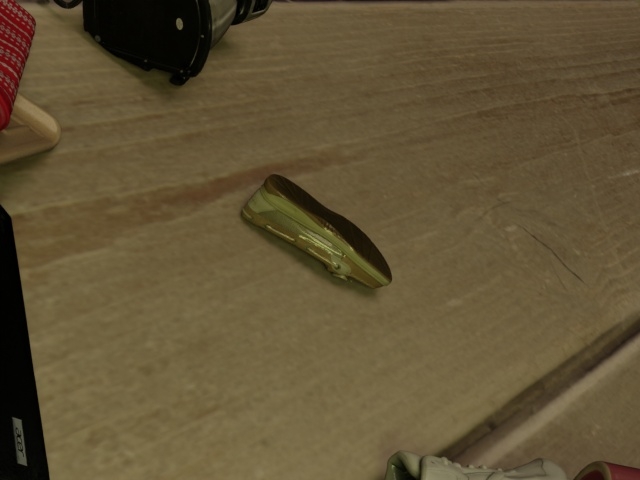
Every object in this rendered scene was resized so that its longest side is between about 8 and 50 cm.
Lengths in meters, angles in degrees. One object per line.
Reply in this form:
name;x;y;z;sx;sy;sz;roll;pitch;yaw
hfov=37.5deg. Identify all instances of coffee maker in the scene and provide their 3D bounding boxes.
coffee maker;-0.149;-0.258;0.940;0.171;0.120;0.178;37;35;-4

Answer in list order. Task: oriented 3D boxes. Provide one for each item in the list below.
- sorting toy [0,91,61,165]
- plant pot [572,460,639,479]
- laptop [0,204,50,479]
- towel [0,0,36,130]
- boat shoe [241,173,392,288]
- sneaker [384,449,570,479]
sorting toy;-0.296;-0.111;0.677;0.193;0.038;0.208;35;11;-8
plant pot;0.276;0.265;0.729;0.180;0.201;0.201;24;36;2
laptop;-0.316;0.047;0.558;0.264;0.136;0.234;-10;54;-17
towel;-0.296;-0.194;0.701;0.199;0.031;0.275;44;11;-27
boat shoe;0.000;0.001;0.874;0.153;0.048;0.056;35;23;-19
sneaker;0.108;0.199;0.720;0.232;0.090;0.115;-13;58;-49
